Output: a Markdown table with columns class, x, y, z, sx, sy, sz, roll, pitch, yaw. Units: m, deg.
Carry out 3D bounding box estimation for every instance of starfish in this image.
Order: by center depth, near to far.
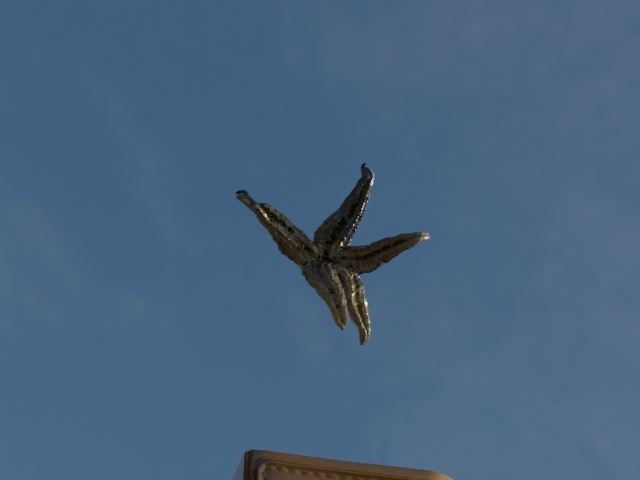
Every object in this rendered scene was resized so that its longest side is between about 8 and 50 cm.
| class | x | y | z | sx | sy | sz | roll | pitch | yaw |
| --- | --- | --- | --- | --- | --- | --- | --- | --- | --- |
| starfish | 0.000 | 0.002 | 1.292 | 0.130 | 0.133 | 0.041 | 25 | -38 | 10 |

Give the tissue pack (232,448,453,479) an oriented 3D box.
| class | x | y | z | sx | sy | sz | roll | pitch | yaw |
| --- | --- | --- | --- | --- | --- | --- | --- | --- | --- |
| tissue pack | 0.000 | 0.291 | 1.134 | 0.145 | 0.274 | 0.194 | 5 | -30 | -9 |
